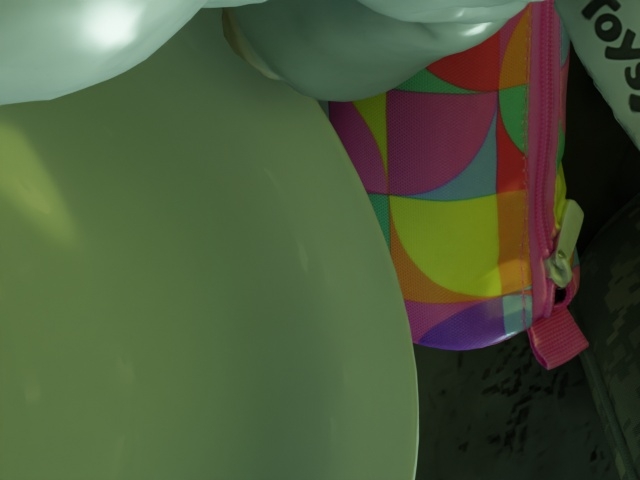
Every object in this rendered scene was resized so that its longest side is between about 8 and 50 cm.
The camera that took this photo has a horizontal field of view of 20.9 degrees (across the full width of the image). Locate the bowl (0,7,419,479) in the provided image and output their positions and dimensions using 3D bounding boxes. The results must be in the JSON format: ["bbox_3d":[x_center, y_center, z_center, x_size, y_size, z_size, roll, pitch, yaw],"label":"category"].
[{"bbox_3d":[-0.117,0.021,0.523,0.298,0.134,0.298,30,43,-32],"label":"bowl"}]

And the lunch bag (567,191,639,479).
[{"bbox_3d":[0.264,0.099,0.707,0.256,0.212,0.305,43,17,-22],"label":"lunch bag"}]

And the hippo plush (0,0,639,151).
[{"bbox_3d":[-0.045,-0.098,0.461,0.236,0.234,0.294,-20,71,-29],"label":"hippo plush"}]

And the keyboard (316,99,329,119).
[{"bbox_3d":[0.000,0.000,0.715,0.072,0.014,0.256,14,75,-28],"label":"keyboard"}]

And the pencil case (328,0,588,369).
[{"bbox_3d":[0.052,-0.074,0.650,0.104,0.104,0.236,-23,117,-36],"label":"pencil case"}]
